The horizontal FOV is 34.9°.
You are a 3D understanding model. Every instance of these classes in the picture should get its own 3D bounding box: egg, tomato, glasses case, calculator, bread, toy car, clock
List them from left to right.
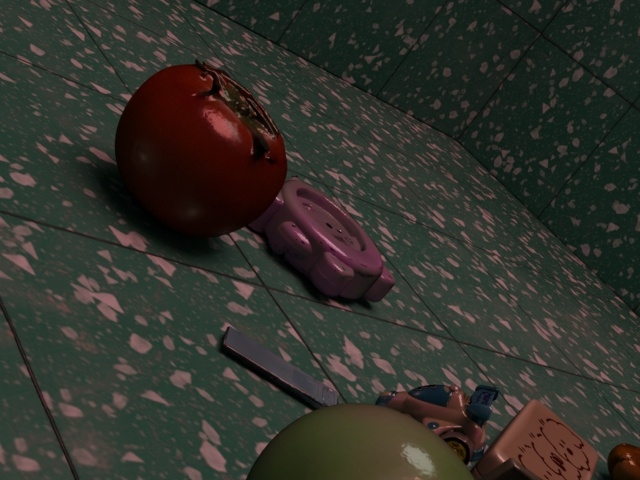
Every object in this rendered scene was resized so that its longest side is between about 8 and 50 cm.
[{"bbox_3d":[-0.169,-0.128,1.459,0.256,0.224,0.256,38,17,-14],"label":"tomato"},{"bbox_3d":[-0.050,0.165,1.282,0.172,0.018,0.057,34,16,-12],"label":"calculator"},{"bbox_3d":[0.000,0.000,1.701,0.248,0.090,0.227,49,21,29],"label":"clock"},{"bbox_3d":[0.034,0.254,0.868,0.220,0.220,0.270,30,18,-24],"label":"egg"},{"bbox_3d":[0.155,0.224,1.364,0.161,0.098,0.126,24,13,13],"label":"toy car"},{"bbox_3d":[0.310,0.331,1.469,0.144,0.076,0.336,41,17,13],"label":"glasses case"},{"bbox_3d":[0.554,0.413,1.749,0.189,0.077,0.114,29,39,-28],"label":"bread"}]

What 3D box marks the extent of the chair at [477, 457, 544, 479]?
[{"bbox_3d":[0.233,0.367,1.089,0.274,0.190,0.203,41,14,-15],"label":"chair"}]
